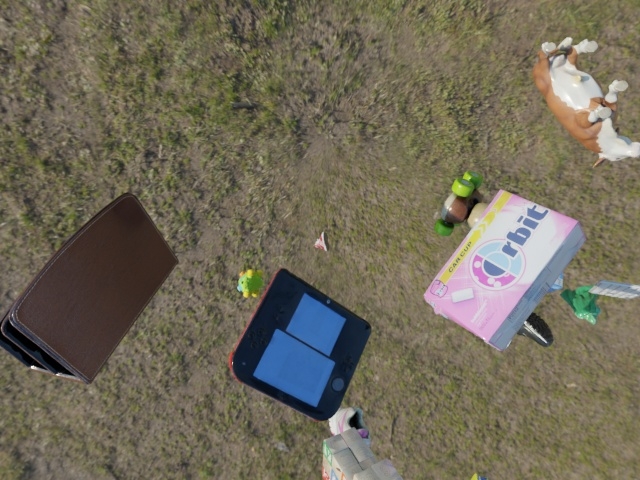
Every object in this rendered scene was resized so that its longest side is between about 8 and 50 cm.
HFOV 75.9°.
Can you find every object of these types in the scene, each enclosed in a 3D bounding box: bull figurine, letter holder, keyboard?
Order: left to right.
[{"bbox_3d":[-0.448,0.070,0.769,0.151,0.302,0.215,3,135,21],"label":"letter holder"},{"bbox_3d":[0.571,-0.300,0.887,0.101,0.188,0.311,-34,71,9],"label":"bull figurine"},{"bbox_3d":[0.532,0.090,0.738,0.072,0.256,0.014,3,81,30],"label":"keyboard"}]

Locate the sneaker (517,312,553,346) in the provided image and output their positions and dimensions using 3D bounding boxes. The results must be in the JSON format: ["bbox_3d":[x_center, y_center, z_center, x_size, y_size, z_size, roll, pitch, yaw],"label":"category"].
[{"bbox_3d":[0.707,0.297,1.507,0.107,0.283,0.124,-4,130,-39],"label":"sneaker"}]

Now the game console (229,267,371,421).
[{"bbox_3d":[-0.048,0.320,1.236,0.386,0.060,0.342,35,73,-21],"label":"game console"}]

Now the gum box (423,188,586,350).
[{"bbox_3d":[0.235,0.041,0.538,0.062,0.107,0.189,32,95,-44],"label":"gum box"}]

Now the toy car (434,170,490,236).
[{"bbox_3d":[0.423,-0.064,1.076,0.188,0.148,0.155,33,129,23],"label":"toy car"}]

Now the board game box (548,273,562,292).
[{"bbox_3d":[0.899,0.089,1.778,0.086,0.308,0.302,18,68,-8],"label":"board game box"}]

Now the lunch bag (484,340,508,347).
[{"bbox_3d":[0.529,0.277,1.221,0.053,0.071,0.084,21,95,-21],"label":"lunch bag"}]

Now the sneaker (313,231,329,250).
[{"bbox_3d":[0.000,0.000,1.857,0.066,0.042,0.119,14,143,22],"label":"sneaker"}]

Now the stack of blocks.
[{"bbox_3d":[0.110,0.546,0.859,0.087,0.297,0.171,-10,118,-25],"label":"stack of blocks"}]

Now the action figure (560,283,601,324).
[{"bbox_3d":[0.995,0.245,1.541,0.137,0.232,0.064,-29,97,29],"label":"action figure"}]

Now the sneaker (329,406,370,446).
[{"bbox_3d":[0.100,0.629,1.260,0.102,0.253,0.111,15,136,-35],"label":"sneaker"}]

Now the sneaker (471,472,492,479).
[{"bbox_3d":[0.310,0.511,0.752,0.059,0.144,0.053,13,139,3],"label":"sneaker"}]

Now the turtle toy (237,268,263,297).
[{"bbox_3d":[-0.238,0.143,1.409,0.066,0.130,0.095,11,89,26],"label":"turtle toy"}]
